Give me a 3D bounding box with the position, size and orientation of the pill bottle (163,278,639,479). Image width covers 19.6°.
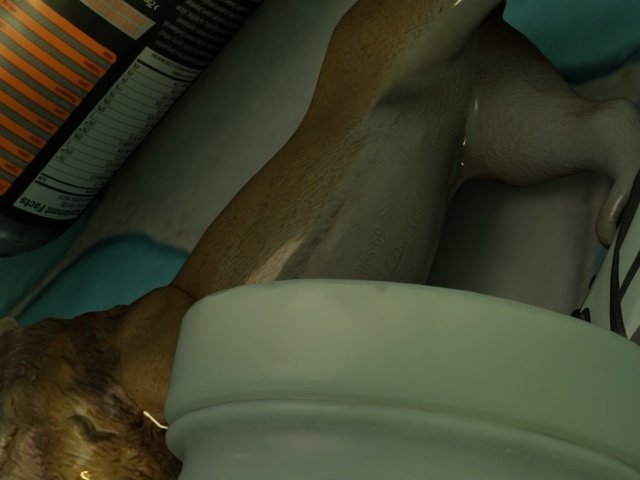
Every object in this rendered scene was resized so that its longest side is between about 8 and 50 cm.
[{"bbox_3d":[0.005,0.180,0.416,0.181,0.181,0.323,-13,62,48],"label":"pill bottle"}]

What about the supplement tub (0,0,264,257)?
[{"bbox_3d":[-0.152,-0.138,0.961,0.338,0.207,0.207,-47,32,11],"label":"supplement tub"}]

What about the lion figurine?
[{"bbox_3d":[0.000,0.000,0.722,0.392,0.142,0.240,-44,22,-9],"label":"lion figurine"}]

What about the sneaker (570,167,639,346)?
[{"bbox_3d":[0.100,0.037,0.573,0.106,0.078,0.234,-17,49,42],"label":"sneaker"}]
